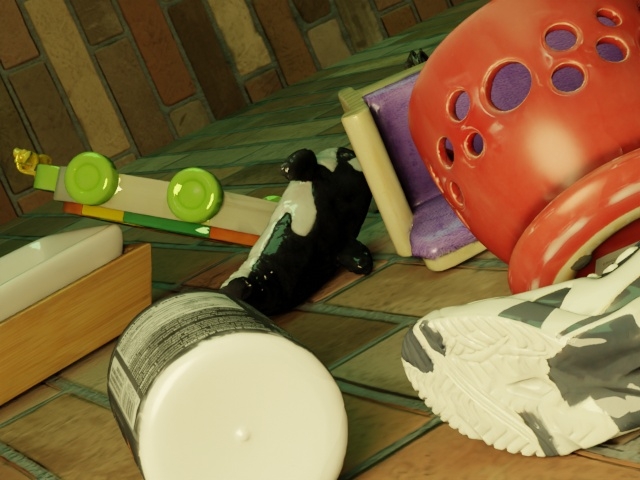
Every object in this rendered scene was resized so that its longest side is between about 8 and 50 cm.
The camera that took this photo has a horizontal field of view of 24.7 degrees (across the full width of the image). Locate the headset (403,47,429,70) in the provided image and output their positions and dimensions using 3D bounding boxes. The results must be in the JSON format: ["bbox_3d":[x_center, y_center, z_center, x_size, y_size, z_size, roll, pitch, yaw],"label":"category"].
[{"bbox_3d":[0.299,-0.280,1.781,0.394,0.185,0.243,-42,-2,9],"label":"headset"}]

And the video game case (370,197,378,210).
[{"bbox_3d":[0.166,-0.098,1.695,0.183,0.023,0.201,-18,12,26],"label":"video game case"}]

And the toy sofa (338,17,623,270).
[{"bbox_3d":[0.209,-0.122,1.332,0.362,0.150,0.177,-23,19,1],"label":"toy sofa"}]

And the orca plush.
[{"bbox_3d":[0.000,0.000,1.389,0.102,0.151,0.287,15,23,19],"label":"orca plush"}]

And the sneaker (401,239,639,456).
[{"bbox_3d":[0.174,0.046,0.842,0.235,0.094,0.153,-14,13,40],"label":"sneaker"}]

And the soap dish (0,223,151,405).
[{"bbox_3d":[-0.340,0.094,1.585,0.291,0.118,0.229,-31,14,-33],"label":"soap dish"}]

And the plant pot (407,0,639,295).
[{"bbox_3d":[0.175,-0.055,0.962,0.191,0.191,0.174,-24,55,-2],"label":"plant pot"}]

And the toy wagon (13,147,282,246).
[{"bbox_3d":[-0.183,-0.044,1.614,0.344,0.068,0.267,9,-2,18],"label":"toy wagon"}]

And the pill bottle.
[{"bbox_3d":[-0.072,0.104,0.974,0.130,0.130,0.246,-26,11,-10],"label":"pill bottle"}]

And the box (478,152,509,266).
[{"bbox_3d":[0.198,-0.037,1.175,0.130,0.091,0.170,-23,11,4],"label":"box"}]
